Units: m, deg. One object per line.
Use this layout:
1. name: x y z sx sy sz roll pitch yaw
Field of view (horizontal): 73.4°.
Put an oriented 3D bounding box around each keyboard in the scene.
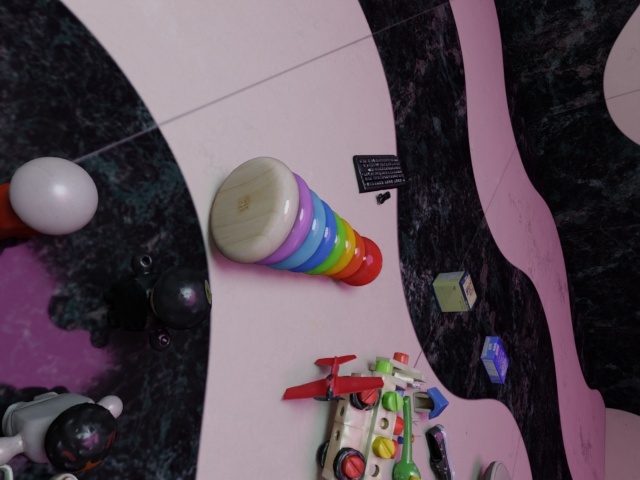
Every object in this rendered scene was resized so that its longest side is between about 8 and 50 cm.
1. keyboard: 0.135 -0.135 0.933 0.180 0.023 0.108 -15 94 -50

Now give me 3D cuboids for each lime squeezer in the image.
1. lime squeezer: 0.198 0.469 0.846 0.110 0.058 0.310 -40 106 -51

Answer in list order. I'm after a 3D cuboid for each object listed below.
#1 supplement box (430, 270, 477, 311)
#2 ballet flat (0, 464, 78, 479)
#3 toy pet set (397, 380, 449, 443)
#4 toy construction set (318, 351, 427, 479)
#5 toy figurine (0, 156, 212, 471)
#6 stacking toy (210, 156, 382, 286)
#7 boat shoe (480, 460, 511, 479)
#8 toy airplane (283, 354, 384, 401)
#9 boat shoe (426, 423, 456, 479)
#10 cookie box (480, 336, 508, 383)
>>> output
1. supplement box: 0.331 0.128 1.068 0.056 0.083 0.083 -40 113 -47
2. ballet flat: -0.245 0.229 0.341 0.247 0.083 0.087 36 51 -41
3. toy pet set: 0.214 0.352 0.891 0.114 0.065 0.122 12 73 -49
4. toy construction set: 0.108 0.327 0.698 0.215 0.151 0.328 23 54 -19
5. toy figurine: -0.221 0.064 0.352 0.213 0.148 0.210 52 46 -31
6. stacking toy: 0.000 0.000 0.658 0.330 0.141 0.141 25 64 -50
7. boat shoe: 0.402 0.712 1.043 0.112 0.095 0.335 37 49 -24
8. toy airplane: 0.022 0.204 0.645 0.151 0.151 0.028 -14 95 -51
9. boat shoe: 0.260 0.478 0.941 0.040 0.049 0.142 -6 86 -32
10. cookie box: 0.524 0.358 1.290 0.092 0.040 0.107 -50 121 -43
